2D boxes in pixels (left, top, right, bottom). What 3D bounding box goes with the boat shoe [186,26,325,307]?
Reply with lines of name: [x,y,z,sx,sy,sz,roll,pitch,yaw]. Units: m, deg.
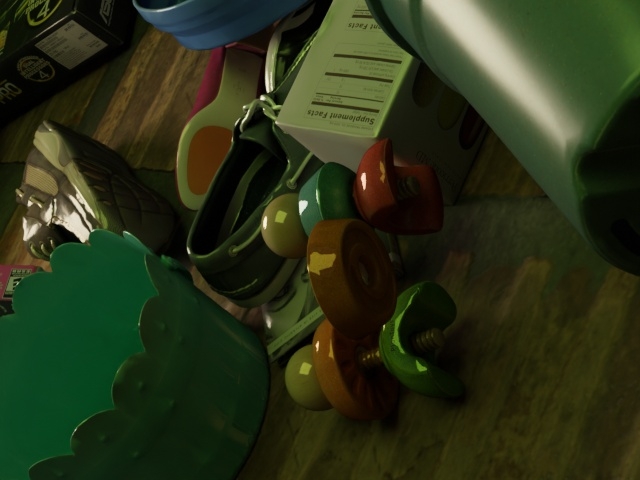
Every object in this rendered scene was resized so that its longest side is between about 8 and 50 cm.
boat shoe: [-0.035,-0.092,1.701,0.116,0.099,0.319,17,77,42]

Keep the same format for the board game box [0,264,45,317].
board game box: [-0.430,0.178,1.935,0.224,0.097,0.303,0,60,22]

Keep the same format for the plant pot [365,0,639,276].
plant pot: [0.241,-0.171,1.306,0.341,0.341,0.334,-44,44,17]

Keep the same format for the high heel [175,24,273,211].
high heel: [-0.113,-0.143,1.928,0.117,0.082,0.244,154,130,-75]

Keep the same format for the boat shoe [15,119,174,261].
boat shoe: [-0.266,-0.025,1.972,0.130,0.132,0.355,-62,25,9]

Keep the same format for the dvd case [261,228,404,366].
dvd case: [0.000,0.000,1.703,0.164,0.018,0.221,-38,38,24]

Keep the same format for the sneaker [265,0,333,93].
sneaker: [0.028,-0.231,1.805,0.121,0.079,0.217,6,66,54]

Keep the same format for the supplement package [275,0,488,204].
supplement package: [0.089,-0.175,1.622,0.134,0.139,0.244,12,72,44]

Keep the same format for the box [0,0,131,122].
box: [-0.403,-0.329,2.395,0.395,0.097,0.318,-26,43,39]

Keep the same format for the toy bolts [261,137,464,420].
toy bolts: [0.005,0.027,1.481,0.158,0.218,0.228,-19,57,29]

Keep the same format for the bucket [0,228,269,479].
bucket: [-0.196,0.144,1.676,0.281,0.183,0.281,-30,41,31]

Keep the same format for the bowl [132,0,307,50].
bowl: [-0.035,-0.356,1.904,0.391,0.077,0.391,-33,24,17]
